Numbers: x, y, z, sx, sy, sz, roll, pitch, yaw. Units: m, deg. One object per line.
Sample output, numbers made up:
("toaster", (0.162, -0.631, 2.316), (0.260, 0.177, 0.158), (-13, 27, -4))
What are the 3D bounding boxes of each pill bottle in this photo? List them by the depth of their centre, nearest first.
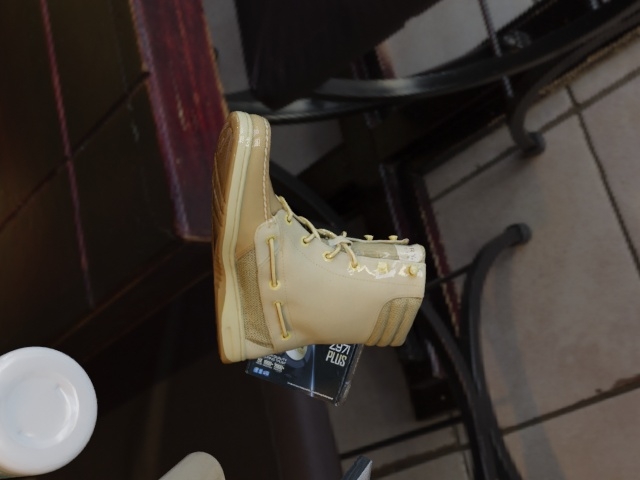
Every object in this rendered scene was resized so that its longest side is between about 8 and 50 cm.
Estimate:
("pill bottle", (-0.390, 0.220, 1.121), (0.264, 0.146, 0.146), (-22, 71, 51))

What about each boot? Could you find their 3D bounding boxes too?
("boot", (0.000, 0.000, 0.861), (0.095, 0.204, 0.262), (-108, 18, -60))

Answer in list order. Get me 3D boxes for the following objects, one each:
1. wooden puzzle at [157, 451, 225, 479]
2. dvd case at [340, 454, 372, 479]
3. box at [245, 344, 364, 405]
("wooden puzzle", (-0.108, 0.450, 1.142), (0.081, 0.322, 0.347), (-21, 86, 5))
("dvd case", (0.009, 0.492, 1.495), (0.030, 0.239, 0.179), (24, 133, 22))
("box", (-0.022, 0.197, 1.616), (0.180, 0.077, 0.147), (19, 83, 12))
